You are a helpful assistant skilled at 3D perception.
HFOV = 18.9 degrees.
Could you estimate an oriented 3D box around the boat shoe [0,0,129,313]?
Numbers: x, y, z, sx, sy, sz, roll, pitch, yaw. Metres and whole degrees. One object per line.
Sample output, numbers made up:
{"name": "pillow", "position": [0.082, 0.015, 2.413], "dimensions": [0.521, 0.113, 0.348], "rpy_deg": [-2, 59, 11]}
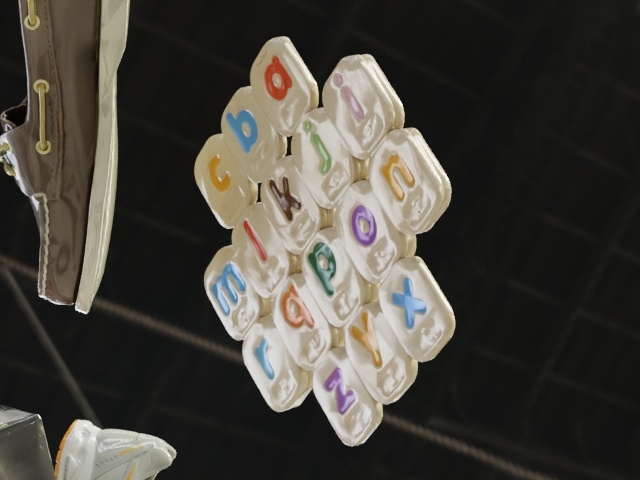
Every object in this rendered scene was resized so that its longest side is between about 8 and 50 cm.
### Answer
{"name": "boat shoe", "position": [-0.206, -0.099, 1.527], "dimensions": [0.097, 0.116, 0.324], "rpy_deg": [4, -69, -6]}

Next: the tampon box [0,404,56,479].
{"name": "tampon box", "position": [-0.214, 0.151, 1.004], "dimensions": [0.101, 0.161, 0.120], "rpy_deg": [-23, -72, -36]}

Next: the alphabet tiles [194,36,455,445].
{"name": "alphabet tiles", "position": [0.000, 0.000, 1.452], "dimensions": [0.021, 0.278, 0.284], "rpy_deg": [-11, -31, -38]}

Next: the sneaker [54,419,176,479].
{"name": "sneaker", "position": [-0.192, 0.301, 1.798], "dimensions": [0.121, 0.262, 0.099], "rpy_deg": [4, -8, 1]}
